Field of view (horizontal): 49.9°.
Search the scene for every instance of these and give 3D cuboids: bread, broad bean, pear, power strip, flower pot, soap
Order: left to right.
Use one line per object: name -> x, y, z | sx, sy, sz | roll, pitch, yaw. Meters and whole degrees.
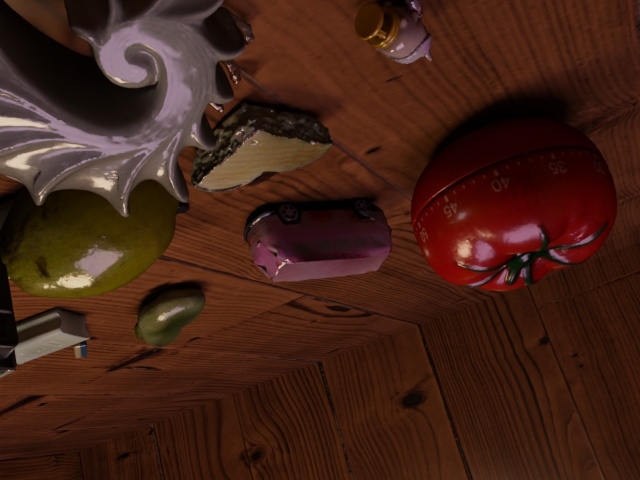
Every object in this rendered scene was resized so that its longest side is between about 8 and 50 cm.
flower pot -> -0.267, -0.166, 0.630 | 0.368, 0.164, 0.254 | 5, 127, -30
soap -> -0.662, 0.226, 1.616 | 0.198, 0.066, 0.119 | -20, 158, 11
power strip -> -0.616, 0.260, 1.757 | 0.032, 0.056, 0.123 | -10, 160, -22
pear -> -0.328, -0.025, 0.987 | 0.269, 0.212, 0.212 | -40, 166, -16
broad bean -> -0.378, 0.183, 1.698 | 0.228, 0.100, 0.169 | -38, 161, 21
bread -> -0.102, -0.147, 1.053 | 0.232, 0.064, 0.172 | -18, 160, 1

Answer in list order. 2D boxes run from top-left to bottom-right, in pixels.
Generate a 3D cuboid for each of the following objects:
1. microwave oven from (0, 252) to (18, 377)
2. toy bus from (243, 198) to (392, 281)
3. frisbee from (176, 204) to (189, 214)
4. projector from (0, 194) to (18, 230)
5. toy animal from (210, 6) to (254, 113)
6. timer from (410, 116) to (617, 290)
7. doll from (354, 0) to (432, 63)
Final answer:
microwave oven -> -0.581, 0.027, 0.765 | 0.247, 0.332, 0.394 | -29, 157, 19
toy bus -> 0.000, 0.000, 1.427 | 0.303, 0.147, 0.127 | -6, 152, -30
frisbee -> -0.357, -0.016, 1.280 | 0.188, 0.012, 0.211 | -3, 157, -31
projector -> -0.469, -0.017, 1.081 | 0.082, 0.083, 0.083 | -23, 160, 19
toy animal -> -0.231, -0.204, 0.808 | 0.260, 0.087, 0.243 | 5, 137, -38
timer -> 0.361, -0.069, 1.322 | 0.378, 0.279, 0.378 | -13, 159, -5
doll -> 0.107, -0.273, 0.883 | 0.127, 0.073, 0.084 | 6, 119, -43
